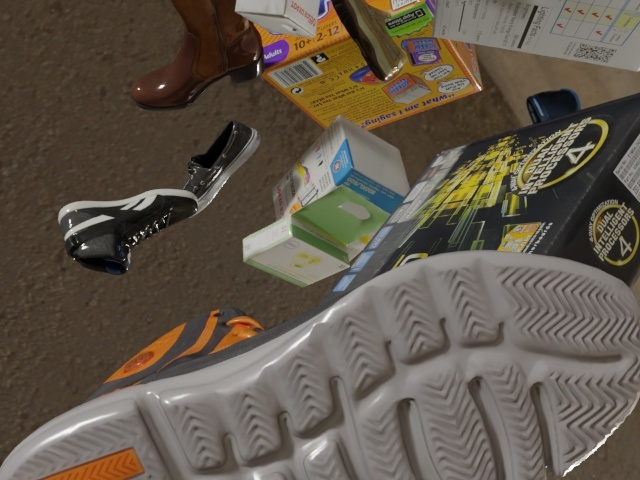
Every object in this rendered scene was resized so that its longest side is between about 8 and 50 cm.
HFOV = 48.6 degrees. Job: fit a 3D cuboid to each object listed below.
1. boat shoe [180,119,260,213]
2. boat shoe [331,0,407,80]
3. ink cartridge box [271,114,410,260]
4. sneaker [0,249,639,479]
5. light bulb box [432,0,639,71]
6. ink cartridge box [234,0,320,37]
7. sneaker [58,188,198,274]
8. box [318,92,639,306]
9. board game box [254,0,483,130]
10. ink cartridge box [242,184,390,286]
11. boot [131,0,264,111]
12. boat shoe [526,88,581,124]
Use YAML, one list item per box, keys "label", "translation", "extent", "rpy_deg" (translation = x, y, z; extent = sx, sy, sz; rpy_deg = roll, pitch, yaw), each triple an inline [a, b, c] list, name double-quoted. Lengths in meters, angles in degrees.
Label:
- label: "boat shoe"
  translation: [-0.214, -0.138, 1.343]
  extent: [0.076, 0.228, 0.080]
  rpy_deg: [35, 23, -37]
- label: "boat shoe"
  translation: [0.085, -0.365, 1.193]
  extent: [0.072, 0.068, 0.190]
  rpy_deg: [-37, 122, -3]
- label: "ink cartridge box"
  translation: [0.039, -0.092, 1.435]
  extent: [0.168, 0.233, 0.171]
  rpy_deg: [25, 37, -31]
- label: "sneaker"
  translation: [-0.003, 0.072, 0.393]
  extent: [0.180, 0.321, 0.124]
  rpy_deg: [-137, -146, -81]
- label: "light bulb box"
  translation: [0.373, -0.450, 1.068]
  extent: [0.358, 0.361, 0.225]
  rpy_deg: [56, 46, -79]
- label: "ink cartridge box"
  translation: [-0.049, -0.401, 1.008]
  extent: [0.140, 0.082, 0.190]
  rpy_deg: [-11, 112, -73]
- label: "sneaker"
  translation: [-0.287, -0.006, 1.105]
  extent: [0.217, 0.079, 0.121]
  rpy_deg: [-10, 58, -20]
- label: "box"
  translation: [0.122, 0.053, 0.656]
  extent: [0.097, 0.318, 0.395]
  rpy_deg: [44, 72, -14]
- label: "board game box"
  translation: [0.095, -0.485, 1.505]
  extent: [0.356, 0.357, 0.356]
  rpy_deg: [29, 49, -57]
- label: "ink cartridge box"
  translation: [0.000, 0.000, 1.287]
  extent: [0.171, 0.235, 0.056]
  rpy_deg: [28, 47, -45]
- label: "boot"
  translation: [-0.233, -0.357, 1.217]
  extent: [0.280, 0.264, 0.096]
  rpy_deg: [79, -3, -62]
- label: "boat shoe"
  translation: [0.381, -0.123, 1.158]
  extent: [0.109, 0.089, 0.258]
  rpy_deg: [88, 1, -64]
